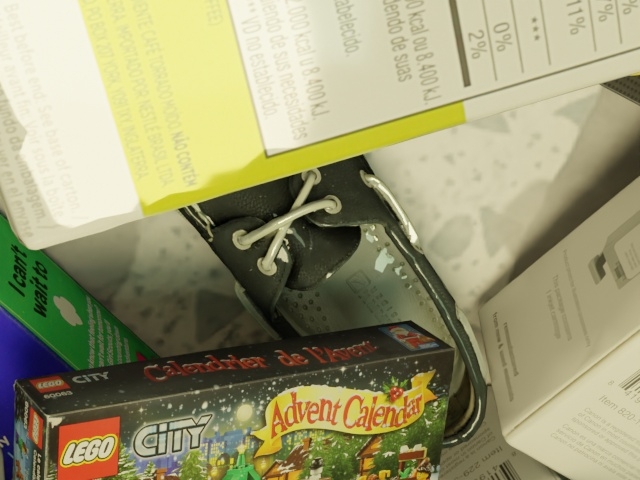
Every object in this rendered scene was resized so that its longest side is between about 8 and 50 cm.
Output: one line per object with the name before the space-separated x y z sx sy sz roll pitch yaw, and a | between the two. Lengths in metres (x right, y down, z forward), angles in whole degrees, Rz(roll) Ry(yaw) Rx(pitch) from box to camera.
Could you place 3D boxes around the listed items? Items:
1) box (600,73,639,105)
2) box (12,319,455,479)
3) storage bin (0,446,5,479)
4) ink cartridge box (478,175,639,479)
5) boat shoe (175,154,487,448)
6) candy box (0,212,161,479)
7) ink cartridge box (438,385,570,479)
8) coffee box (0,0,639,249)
box | 0.263 -0.158 0.838 0.270 0.060 0.216 24 106 -22
box | -0.044 0.135 0.762 0.233 0.044 0.159 -7 113 -31
storage bin | -0.208 0.146 0.721 0.091 0.098 0.135 -16 119 -37
ink cartridge box | 0.265 0.041 0.852 0.207 0.117 0.283 32 121 -27
boat shoe | 0.000 0.000 0.831 0.114 0.091 0.302 -42 117 7
candy box | -0.214 0.147 0.832 0.268 0.122 0.317 -40 118 7
ink cartridge box | 0.092 0.257 0.851 0.226 0.306 0.131 -37 117 5
coffee box | -0.014 -0.248 0.575 0.334 0.337 0.338 -17 116 -6
